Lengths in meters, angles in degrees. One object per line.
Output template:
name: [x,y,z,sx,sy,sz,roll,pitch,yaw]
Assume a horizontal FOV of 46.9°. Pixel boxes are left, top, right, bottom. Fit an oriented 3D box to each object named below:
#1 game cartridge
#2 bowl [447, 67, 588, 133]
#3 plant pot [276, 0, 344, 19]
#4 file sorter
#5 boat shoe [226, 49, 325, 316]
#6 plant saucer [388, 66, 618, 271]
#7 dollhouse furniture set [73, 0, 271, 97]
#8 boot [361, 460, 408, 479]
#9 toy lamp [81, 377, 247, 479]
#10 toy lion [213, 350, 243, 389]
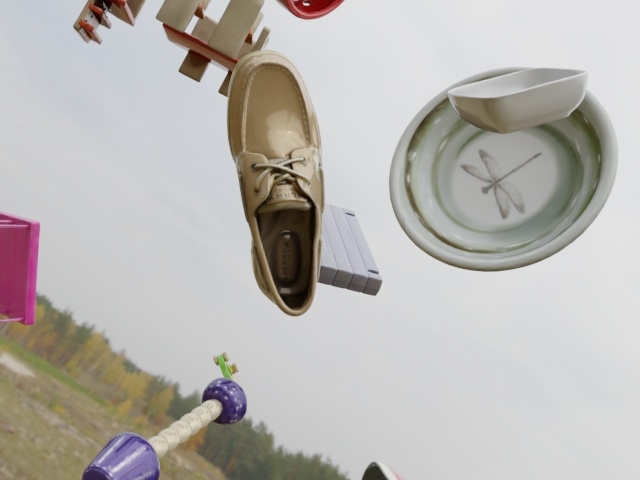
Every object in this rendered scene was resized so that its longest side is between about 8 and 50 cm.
game cartridge: [0.000,0.000,1.740,0.230,0.068,0.355,11,26,-14]
bowl: [0.243,-0.172,0.909,0.142,0.142,0.053,-133,-153,-69]
plant pot: [-0.042,-0.512,1.302,0.174,0.191,0.191,41,-12,29]
file sorter: [-0.707,0.043,1.442,0.291,0.201,0.182,12,8,42]
boat shoe: [-0.045,-0.071,0.951,0.110,0.122,0.340,-128,-151,-70]
plant saucer: [0.326,-0.120,1.328,0.401,0.400,0.100,24,-9,33]
dollhouse furniture set: [-0.210,-0.301,1.091,0.259,0.135,0.262,27,-4,-3]
boot: [0.186,0.498,1.315,0.176,0.088,0.244,28,7,-17]
toy lamp: [-0.191,0.251,0.933,0.080,0.080,0.275,30,18,17]
toy lion: [-0.199,0.309,1.649,0.100,0.034,0.096,65,-1,-53]
